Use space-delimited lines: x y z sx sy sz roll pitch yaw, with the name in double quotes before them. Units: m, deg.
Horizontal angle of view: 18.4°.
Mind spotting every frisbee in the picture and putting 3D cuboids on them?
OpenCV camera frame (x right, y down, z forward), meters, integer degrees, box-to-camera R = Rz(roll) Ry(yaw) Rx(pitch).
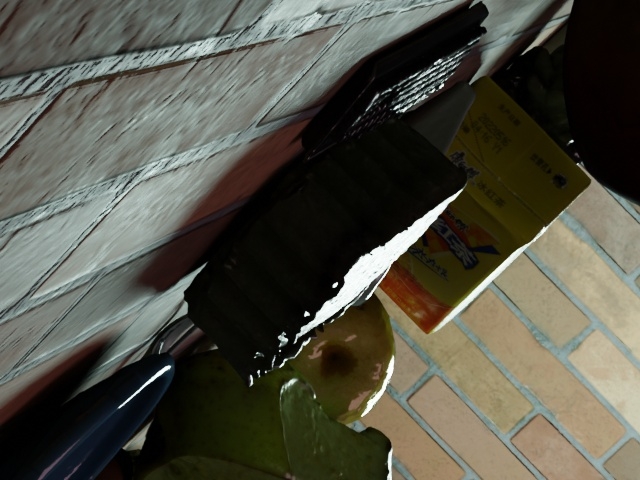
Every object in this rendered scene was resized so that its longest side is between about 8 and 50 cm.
"frisbee" -0.218 0.178 1.440 0.289 0.049 0.289 -47 175 -6

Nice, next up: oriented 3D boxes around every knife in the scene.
"knife" -0.150 0.109 1.595 0.184 0.026 0.022 -43 136 14

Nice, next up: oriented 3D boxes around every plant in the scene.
"plant" 0.234 -0.132 2.112 0.194 0.132 0.129 -41 -178 42

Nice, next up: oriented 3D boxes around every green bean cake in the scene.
"green bean cake" 0.000 0.000 1.446 0.181 0.094 0.173 -38 172 -48

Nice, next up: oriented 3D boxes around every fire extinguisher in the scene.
"fire extinguisher" -0.243 0.253 1.897 0.177 0.050 0.062 -36 143 -57

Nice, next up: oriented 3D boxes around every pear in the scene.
"pear" -0.088 0.215 1.983 0.238 0.255 0.164 -20 -139 36
"pear" -0.002 0.114 2.112 0.178 0.178 0.178 -44 176 -4

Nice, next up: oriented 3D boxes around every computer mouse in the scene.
"computer mouse" 0.049 -0.045 1.643 0.231 0.079 0.128 -59 -175 -23

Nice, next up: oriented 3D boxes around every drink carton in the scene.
"drink carton" 0.139 -0.029 2.039 0.111 0.154 0.351 -43 176 -20

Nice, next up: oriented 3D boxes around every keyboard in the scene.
"keyboard" 0.055 -0.110 1.370 0.093 0.025 0.230 -49 174 29

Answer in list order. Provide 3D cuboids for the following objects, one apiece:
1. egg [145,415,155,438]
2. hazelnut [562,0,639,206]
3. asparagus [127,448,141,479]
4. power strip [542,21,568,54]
"egg" -0.078 0.244 2.217 0.201 0.244 0.201 -52 153 -41
"hazelnut" 0.403 -0.180 1.815 0.402 0.402 0.429 -47 171 32
"asparagus" -0.209 0.320 2.461 0.108 0.128 0.382 -7 175 -1
"power strip" 0.281 -0.214 2.305 0.270 0.046 0.118 -42 176 -11
